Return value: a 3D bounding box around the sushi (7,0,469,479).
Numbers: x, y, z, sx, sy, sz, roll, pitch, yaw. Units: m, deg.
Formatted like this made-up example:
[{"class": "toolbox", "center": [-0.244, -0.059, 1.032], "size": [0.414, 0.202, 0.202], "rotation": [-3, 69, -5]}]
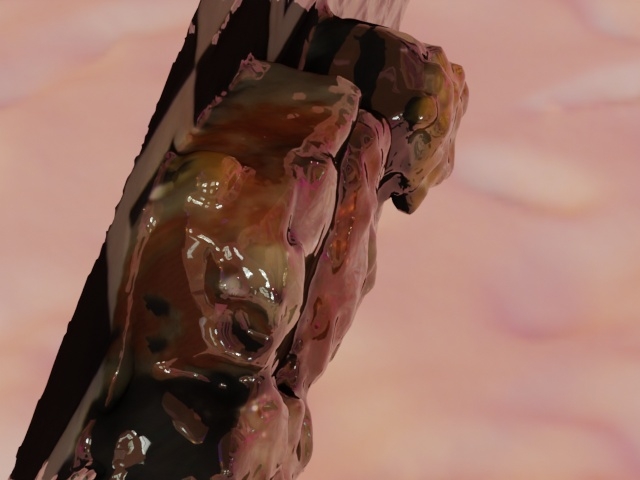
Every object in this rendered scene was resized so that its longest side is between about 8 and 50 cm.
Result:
[{"class": "sushi", "center": [0.000, 0.000, 0.575], "size": [0.059, 0.292, 0.294], "rotation": [18, 78, 9]}]
